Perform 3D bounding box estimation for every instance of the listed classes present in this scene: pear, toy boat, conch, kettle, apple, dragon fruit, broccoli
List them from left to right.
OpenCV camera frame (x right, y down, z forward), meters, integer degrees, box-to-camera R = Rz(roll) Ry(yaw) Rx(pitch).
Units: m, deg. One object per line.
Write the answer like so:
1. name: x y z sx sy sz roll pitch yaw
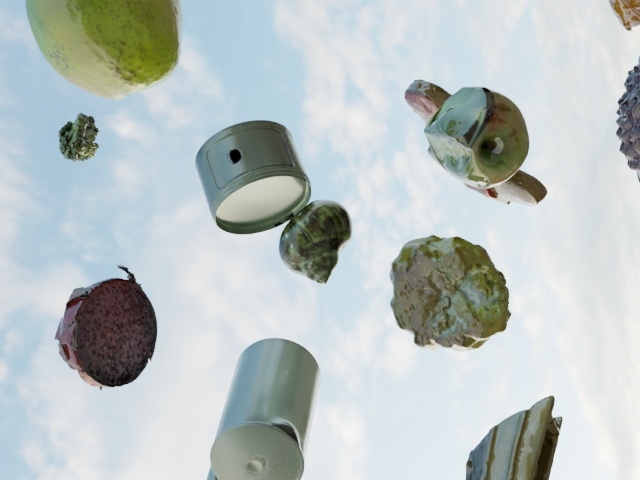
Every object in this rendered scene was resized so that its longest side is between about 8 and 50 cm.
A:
1. broccoli: -0.442 -0.195 1.402 0.097 0.092 0.095 -14 -123 -50
2. dragon fruit: -0.454 0.183 1.531 0.218 0.148 0.223 -41 -61 -48
3. pear: -0.496 -0.518 1.807 0.391 0.391 0.390 11 -104 -57
4. kettle: -0.139 0.389 1.653 0.318 0.265 0.205 -81 -27 -64
5. conch: 0.002 0.001 1.619 0.187 0.124 0.181 9 -92 -40
6. apple: 0.324 -0.214 1.551 0.188 0.174 0.207 -134 33 -68
7. toy boat: 0.234 0.395 0.860 0.136 0.162 0.445 53 -139 -45

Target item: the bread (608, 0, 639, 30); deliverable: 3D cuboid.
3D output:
1. bread: 0.648 -0.550 1.358 0.194 0.340 0.179 -41 -88 -28

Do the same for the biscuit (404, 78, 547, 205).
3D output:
1. biscuit: 0.395 -0.226 1.943 0.076 0.368 0.394 -51 -33 -11

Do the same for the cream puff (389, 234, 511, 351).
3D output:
1. cream puff: 0.286 0.111 1.654 0.185 0.282 0.281 -16 -80 -61

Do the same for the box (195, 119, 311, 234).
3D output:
1. box: -0.145 -0.134 1.650 0.226 0.226 0.149 22 -140 -55

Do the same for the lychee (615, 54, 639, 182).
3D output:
1. lychee: 0.551 -0.180 1.008 0.275 0.304 0.275 47 -158 -25
